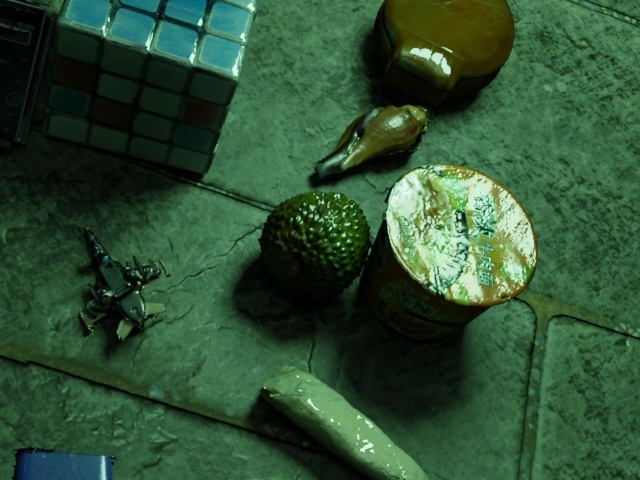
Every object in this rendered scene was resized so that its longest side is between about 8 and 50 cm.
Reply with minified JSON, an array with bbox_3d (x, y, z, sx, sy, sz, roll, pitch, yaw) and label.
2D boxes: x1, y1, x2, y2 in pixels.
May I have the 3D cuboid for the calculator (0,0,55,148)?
[{"bbox_3d":[-0.487,-0.256,1.760,0.165,0.028,0.274,12,58,-13],"label":"calculator"}]

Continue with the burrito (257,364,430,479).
[{"bbox_3d":[0.038,0.266,1.625,0.275,0.059,0.082,40,42,6],"label":"burrito"}]

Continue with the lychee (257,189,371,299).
[{"bbox_3d":[0.000,0.000,1.709,0.171,0.171,0.171,9,59,-15],"label":"lychee"}]

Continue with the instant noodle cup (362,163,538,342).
[{"bbox_3d":[0.168,0.030,1.732,0.230,0.182,0.230,9,59,-15],"label":"instant noodle cup"}]

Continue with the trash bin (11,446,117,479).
[{"bbox_3d":[-0.313,0.368,1.388,0.184,0.162,0.235,7,54,-16],"label":"trash bin"}]

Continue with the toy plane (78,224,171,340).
[{"bbox_3d":[-0.280,0.045,1.639,0.135,0.062,0.188,-32,71,-4],"label":"toy plane"}]

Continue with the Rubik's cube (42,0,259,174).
[{"bbox_3d":[-0.239,-0.284,1.730,0.259,0.253,0.256,15,57,-9],"label":"Rubik's cube"}]

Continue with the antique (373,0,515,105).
[{"bbox_3d":[0.198,-0.333,1.983,0.223,0.129,0.278,25,54,-3],"label":"antique"}]

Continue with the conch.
[{"bbox_3d":[0.089,-0.164,1.879,0.232,0.080,0.086,-12,47,-26],"label":"conch"}]
